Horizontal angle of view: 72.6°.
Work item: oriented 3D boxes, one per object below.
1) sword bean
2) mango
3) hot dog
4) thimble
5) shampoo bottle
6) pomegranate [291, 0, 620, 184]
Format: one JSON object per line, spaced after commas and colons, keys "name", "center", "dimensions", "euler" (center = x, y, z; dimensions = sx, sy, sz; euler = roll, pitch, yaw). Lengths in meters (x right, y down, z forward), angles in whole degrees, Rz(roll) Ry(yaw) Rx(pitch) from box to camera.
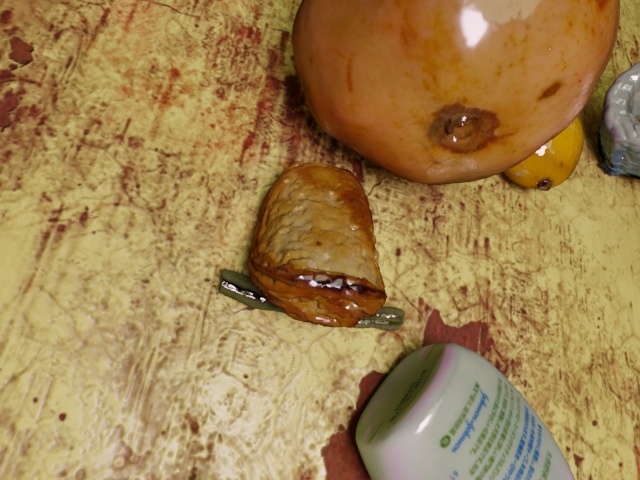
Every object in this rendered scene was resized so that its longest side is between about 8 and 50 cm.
{"name": "sword bean", "center": [-0.005, 0.087, 0.593], "dimensions": [0.269, 0.038, 0.043], "euler": [14, 93, -16]}
{"name": "mango", "center": [0.398, -0.217, 0.809], "dimensions": [0.176, 0.119, 0.317], "euler": [23, 57, -9]}
{"name": "hot dog", "center": [-0.001, 0.004, 0.573], "dimensions": [0.175, 0.114, 0.259], "euler": [13, 38, -10]}
{"name": "thimble", "center": [0.660, -0.231, 0.841], "dimensions": [0.150, 0.237, 0.237], "euler": [41, 53, -52]}
{"name": "shampoo bottle", "center": [0.220, 0.304, 0.539], "dimensions": [0.349, 0.151, 0.222], "euler": [45, 57, -1]}
{"name": "pomegranate", "center": [0.174, -0.281, 0.593], "dimensions": [0.411, 0.411, 0.411], "euler": [7, 70, -18]}
